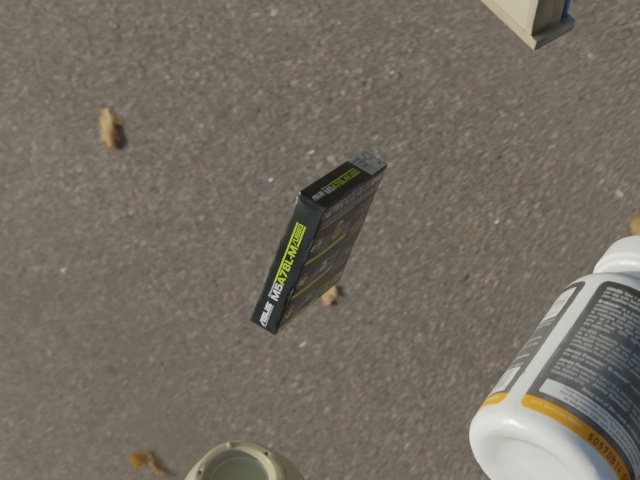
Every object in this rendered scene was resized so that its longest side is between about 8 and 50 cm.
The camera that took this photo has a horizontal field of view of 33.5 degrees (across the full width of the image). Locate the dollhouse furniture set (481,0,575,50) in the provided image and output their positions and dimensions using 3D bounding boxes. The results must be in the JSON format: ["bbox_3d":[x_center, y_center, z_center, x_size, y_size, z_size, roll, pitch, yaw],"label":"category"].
[{"bbox_3d":[0.245,-0.370,0.947,0.286,0.303,0.198,51,160,27],"label":"dollhouse furniture set"}]

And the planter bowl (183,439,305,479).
[{"bbox_3d":[-0.083,0.283,1.142,0.162,0.162,0.109,23,142,20],"label":"planter bowl"}]

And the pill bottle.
[{"bbox_3d":[0.282,0.133,1.062,0.162,0.278,0.162,31,150,21],"label":"pill bottle"}]

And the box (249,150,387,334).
[{"bbox_3d":[0.000,0.000,1.290,0.045,0.190,0.184,32,121,13],"label":"box"}]
